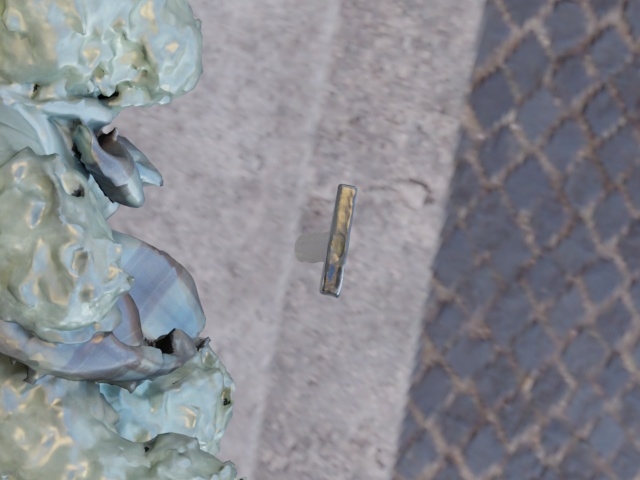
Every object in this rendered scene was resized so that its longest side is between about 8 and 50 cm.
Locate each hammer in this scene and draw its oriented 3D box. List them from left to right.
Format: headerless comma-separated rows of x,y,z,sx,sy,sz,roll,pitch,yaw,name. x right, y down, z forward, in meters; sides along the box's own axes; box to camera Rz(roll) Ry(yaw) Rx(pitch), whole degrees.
0.000,0.000,1.073,0.013,0.199,0.062,10,89,-6,hammer

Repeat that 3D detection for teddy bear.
-0.081,-0.017,0.461,0.111,0.133,0.213,-7,97,-8,teddy bear
